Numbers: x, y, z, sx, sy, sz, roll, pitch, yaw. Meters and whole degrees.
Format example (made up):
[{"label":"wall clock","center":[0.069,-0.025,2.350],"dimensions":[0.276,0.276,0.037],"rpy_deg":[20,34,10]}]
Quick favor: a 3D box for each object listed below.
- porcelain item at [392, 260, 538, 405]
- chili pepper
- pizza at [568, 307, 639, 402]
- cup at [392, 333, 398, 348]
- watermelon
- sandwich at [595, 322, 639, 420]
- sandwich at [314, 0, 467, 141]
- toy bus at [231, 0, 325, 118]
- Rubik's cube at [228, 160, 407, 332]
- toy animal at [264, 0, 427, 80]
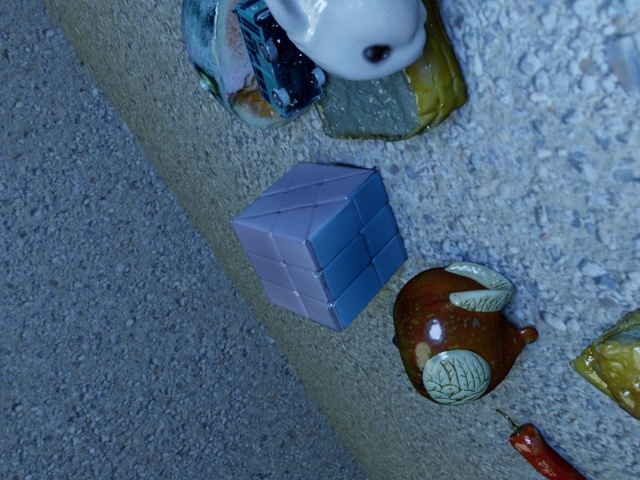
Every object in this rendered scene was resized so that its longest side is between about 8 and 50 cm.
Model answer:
[{"label":"porcelain item","center":[0.249,0.158,0.927],"dimensions":[0.253,0.253,0.253],"rpy_deg":[43,157,23]},{"label":"chili pepper","center":[0.461,0.444,1.096],"dimensions":[0.272,0.063,0.071],"rpy_deg":[42,169,18]},{"label":"pizza","center":[0.470,0.198,0.656],"dimensions":[0.268,0.087,0.258],"rpy_deg":[42,160,19]},{"label":"cup","center":[0.233,0.231,1.149],"dimensions":[0.138,0.113,0.150],"rpy_deg":[45,156,24]},{"label":"watermelon","center":[-0.159,-0.311,0.918],"dimensions":[0.188,0.175,0.322],"rpy_deg":[24,156,32]},{"label":"sandwich","center":[0.379,0.071,0.400],"dimensions":[0.226,0.251,0.087],"rpy_deg":[17,125,59]},{"label":"sandwich","center":[0.048,-0.278,0.736],"dimensions":[0.271,0.099,0.301],"rpy_deg":[21,142,60]},{"label":"toy bus","center":[-0.056,-0.260,0.742],"dimensions":[0.092,0.079,0.160],"rpy_deg":[45,163,35]},{"label":"Rubik's cube","center":[0.000,0.000,1.065],"dimensions":[0.221,0.231,0.225],"rpy_deg":[15,139,44]},{"label":"toy animal","center":[0.026,-0.319,0.476],"dimensions":[0.194,0.257,0.357],"rpy_deg":[46,137,42]}]
